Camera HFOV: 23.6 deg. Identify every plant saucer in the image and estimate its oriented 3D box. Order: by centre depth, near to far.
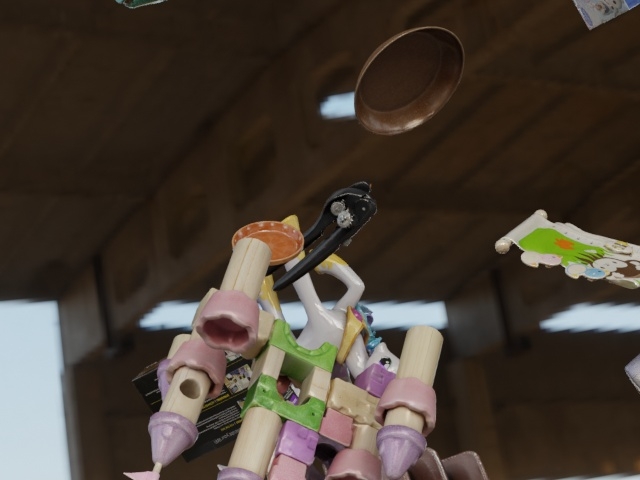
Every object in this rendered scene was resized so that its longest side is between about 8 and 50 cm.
[{"bbox_3d":[-0.061,0.005,1.777,0.084,0.083,0.013,-6,-55,-9],"label":"plant saucer"},{"bbox_3d":[0.129,-0.251,2.352,0.199,0.036,0.198,-21,-41,-20],"label":"plant saucer"}]

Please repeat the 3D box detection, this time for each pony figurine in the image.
[{"bbox_3d":[-0.026,0.198,2.452,0.351,0.363,0.303,-44,-19,17],"label":"pony figurine"}]

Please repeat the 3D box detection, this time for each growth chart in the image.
[{"bbox_3d":[0.323,0.017,1.722,0.237,0.021,0.172,15,21,13],"label":"growth chart"}]

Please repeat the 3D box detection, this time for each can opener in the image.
[{"bbox_3d":[0.000,0.000,1.912,0.186,0.059,0.073,-45,-13,18],"label":"can opener"}]

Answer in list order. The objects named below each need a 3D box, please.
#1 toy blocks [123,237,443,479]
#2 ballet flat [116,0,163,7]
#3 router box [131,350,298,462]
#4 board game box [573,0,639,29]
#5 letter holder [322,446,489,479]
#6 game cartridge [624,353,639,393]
[{"bbox_3d":[-0.056,0.217,1.691,0.289,0.260,0.309,26,-40,-12],"label":"toy blocks"},{"bbox_3d":[-0.178,-0.354,1.837,0.087,0.083,0.247,-15,-9,-29],"label":"ballet flat"},{"bbox_3d":[-0.134,0.192,1.945,0.179,0.133,0.046,-28,9,31],"label":"router box"},{"bbox_3d":[0.289,-0.275,1.619,0.020,0.090,0.090,-32,4,-18],"label":"board game box"},{"bbox_3d":[0.152,0.448,2.220,0.214,0.301,0.152,-21,-32,17],"label":"letter holder"},{"bbox_3d":[0.501,0.145,1.885,0.230,0.068,0.355,-44,-30,0],"label":"game cartridge"}]
